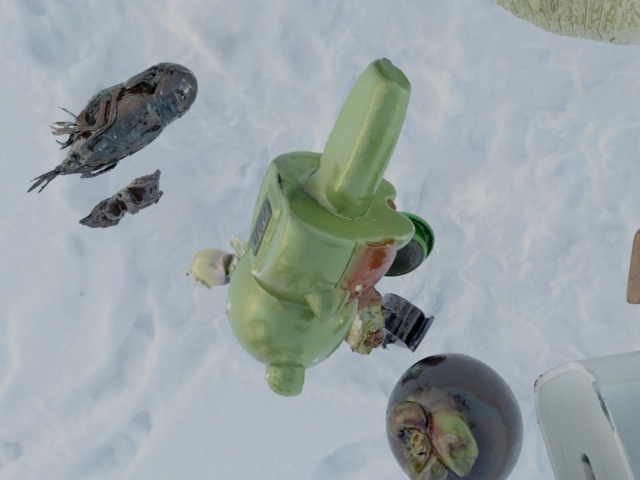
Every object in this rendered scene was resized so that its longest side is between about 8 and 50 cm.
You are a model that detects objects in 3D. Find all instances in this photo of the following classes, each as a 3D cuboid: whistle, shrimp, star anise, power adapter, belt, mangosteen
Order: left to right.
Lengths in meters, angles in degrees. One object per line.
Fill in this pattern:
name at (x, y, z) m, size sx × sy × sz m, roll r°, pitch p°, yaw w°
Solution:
shrimp at (-0.392, -0.207, 1.176) m, size 0.372 × 0.172 × 0.137 m, roll -28°, pitch 78°, yaw 0°
star anise at (-0.396, -0.075, 1.256) m, size 0.182 × 0.195 × 0.065 m, roll -31°, pitch 109°, yaw 1°
whistle at (0.000, 0.000, 0.472) m, size 0.106 × 0.131 × 0.288 m, roll 9°, pitch 128°, yaw -23°
belt at (0.180, 0.209, 1.510) m, size 0.122 × 0.218 × 0.128 m, roll 33°, pitch 84°, yaw 1°
mangosteen at (0.251, 0.361, 1.200) m, size 0.288 × 0.288 × 0.287 m, roll 3°, pitch 108°, yaw 9°
power adapter at (0.341, 0.183, 0.534) m, size 0.255 × 0.124 × 0.187 m, roll -6°, pitch 67°, yaw -11°

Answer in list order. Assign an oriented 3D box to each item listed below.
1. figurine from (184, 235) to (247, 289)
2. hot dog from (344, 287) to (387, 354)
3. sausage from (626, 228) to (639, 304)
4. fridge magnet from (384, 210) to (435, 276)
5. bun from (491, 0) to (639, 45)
figurine at (-0.217, 0.069, 1.742) m, size 0.394 × 0.226 × 0.274 m, roll 4°, pitch 144°, yaw 26°
hot dog at (0.083, 0.146, 1.354) m, size 0.103 × 0.213 × 0.146 m, roll -4°, pitch 138°, yaw -21°
sausage at (0.389, 0.030, 0.751) m, size 0.026 × 0.026 × 0.116 m, roll -6°, pitch 128°, yaw 11°
fridge magnet at (0.178, 0.014, 1.515) m, size 0.208 × 0.088 × 0.208 m, roll -3°, pitch 135°, yaw -3°
bun at (0.221, -0.324, 0.479) m, size 0.352 × 0.349 × 0.227 m, roll 42°, pitch 94°, yaw 16°
